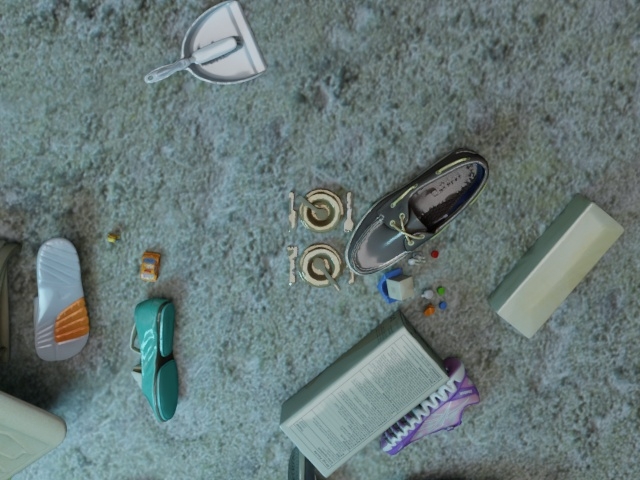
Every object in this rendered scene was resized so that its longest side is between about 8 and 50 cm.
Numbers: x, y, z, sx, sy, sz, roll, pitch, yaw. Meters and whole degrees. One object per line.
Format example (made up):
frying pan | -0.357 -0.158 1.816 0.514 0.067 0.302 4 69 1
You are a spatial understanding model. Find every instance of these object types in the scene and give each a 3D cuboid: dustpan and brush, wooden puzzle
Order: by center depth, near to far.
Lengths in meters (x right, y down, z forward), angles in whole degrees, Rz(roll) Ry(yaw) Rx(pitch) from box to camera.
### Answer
dustpan and brush | -0.220 -0.334 1.738 0.211 0.060 0.147 -23 101 4
wooden puzzle | -0.678 0.336 1.766 0.322 0.080 0.348 31 132 -25

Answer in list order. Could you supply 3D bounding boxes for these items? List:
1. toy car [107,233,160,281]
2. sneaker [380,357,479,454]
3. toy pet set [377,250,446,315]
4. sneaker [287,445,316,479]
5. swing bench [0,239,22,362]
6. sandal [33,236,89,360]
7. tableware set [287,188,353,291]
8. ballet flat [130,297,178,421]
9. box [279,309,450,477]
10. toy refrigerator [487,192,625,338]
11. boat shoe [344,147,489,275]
toy car | -0.363 0.038 1.827 0.122 0.040 0.060 25 101 -6
sneaker | 0.221 0.345 1.873 0.104 0.095 0.236 42 98 -16
toy pet set | 0.174 0.086 1.843 0.114 0.065 0.122 -19 107 -32
sneaker | 0.004 0.514 1.922 0.118 0.083 0.222 -7 95 -18
swing bench | -0.717 0.115 1.779 0.253 0.165 0.254 9 103 -1
sandal | -0.497 0.104 1.821 0.102 0.076 0.265 -3 115 -22
tableware set | 0.000 0.000 1.821 0.128 0.039 0.194 -1 102 0
ballet flat | -0.327 0.229 1.858 0.087 0.083 0.247 6 103 23
box | 0.081 0.294 1.842 0.311 0.121 0.148 -39 100 7
toy refrigerator | 0.445 0.049 1.802 0.094 0.102 0.269 38 99 -8
boat shoe | 0.178 -0.048 1.775 0.324 0.097 0.116 -39 100 4
